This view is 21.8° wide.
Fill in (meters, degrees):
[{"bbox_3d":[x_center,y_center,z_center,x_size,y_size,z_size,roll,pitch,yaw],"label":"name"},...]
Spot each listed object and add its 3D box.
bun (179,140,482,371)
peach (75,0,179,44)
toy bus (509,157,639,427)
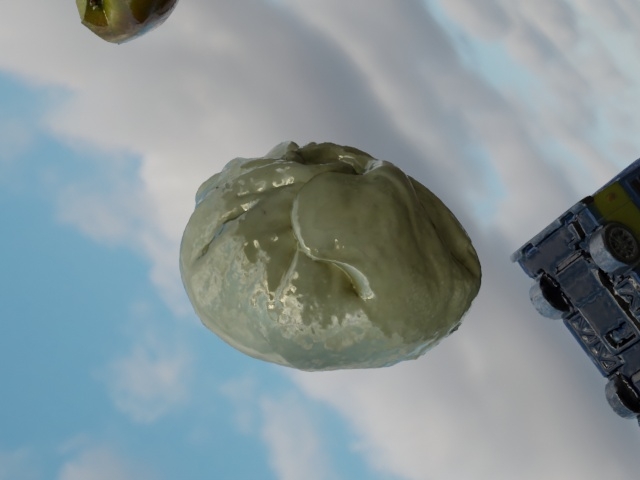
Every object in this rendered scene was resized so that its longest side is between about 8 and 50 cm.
[{"bbox_3d":[0.000,0.000,1.422,0.259,0.259,0.160,-104,9,-59],"label":"bun"},{"bbox_3d":[-0.172,-0.245,1.489,0.151,0.118,0.151,168,90,-71],"label":"peach"},{"bbox_3d":[0.357,0.074,1.747,0.175,0.138,0.287,-30,-99,-42],"label":"toy bus"}]
